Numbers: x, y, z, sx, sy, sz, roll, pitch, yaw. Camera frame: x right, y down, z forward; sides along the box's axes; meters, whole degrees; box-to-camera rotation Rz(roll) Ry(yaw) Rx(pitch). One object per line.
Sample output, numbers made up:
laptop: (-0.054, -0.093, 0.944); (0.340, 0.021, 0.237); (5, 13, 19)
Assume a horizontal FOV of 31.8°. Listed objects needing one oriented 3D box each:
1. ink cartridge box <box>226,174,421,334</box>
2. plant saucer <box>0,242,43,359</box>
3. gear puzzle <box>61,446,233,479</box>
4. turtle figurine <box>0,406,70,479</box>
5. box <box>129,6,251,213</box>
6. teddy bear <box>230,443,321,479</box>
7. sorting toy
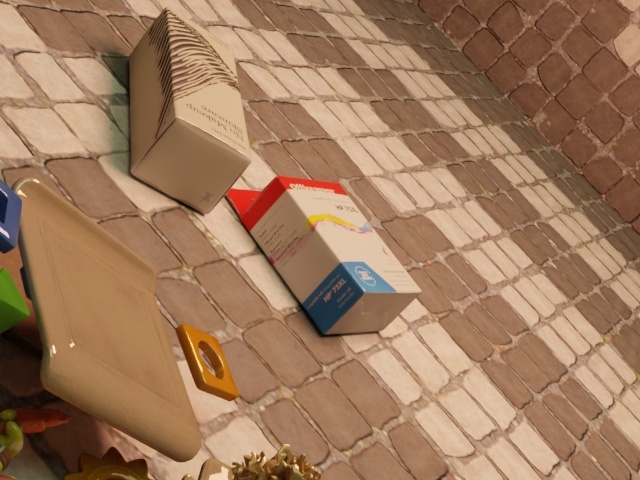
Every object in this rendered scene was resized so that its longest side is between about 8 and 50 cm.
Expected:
ink cartridge box: (0.000, 0.000, 1.344); (0.134, 0.078, 0.231); (3, 45, -56)
plant saucer: (-0.230, 0.043, 0.968); (0.199, 0.036, 0.198); (35, 25, -19)
gear puzzle: (-0.054, 0.268, 0.862); (0.339, 0.044, 0.175); (32, 36, -15)
turtle figurine: (-0.216, 0.166, 0.704); (0.217, 0.087, 0.269); (20, 8, -40)
box: (-0.161, -0.161, 1.344); (0.113, 0.094, 0.275); (28, 27, -29)
teddy bear: (-0.059, 0.224, 0.528); (0.338, 0.113, 0.245); (2, 87, -64)
sorting toy: (-0.175, 0.068, 0.873); (0.348, 0.047, 0.196); (43, 20, -47)
